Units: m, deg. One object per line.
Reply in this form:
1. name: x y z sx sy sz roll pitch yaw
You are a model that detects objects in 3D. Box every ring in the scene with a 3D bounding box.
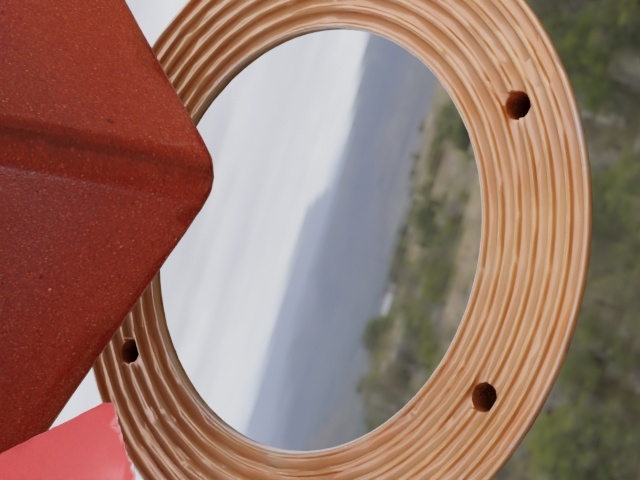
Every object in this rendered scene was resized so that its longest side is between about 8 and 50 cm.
1. ring: 0.000 0.000 0.921 0.032 0.336 0.337 11 -81 -50

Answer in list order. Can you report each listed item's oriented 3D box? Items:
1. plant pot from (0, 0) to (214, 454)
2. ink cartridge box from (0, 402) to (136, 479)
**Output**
1. plant pot: -0.251 -0.039 0.836 0.267 0.235 0.267 -53 47 26
2. ink cartridge box: -0.166 0.140 0.607 0.056 0.224 0.181 62 180 -36
